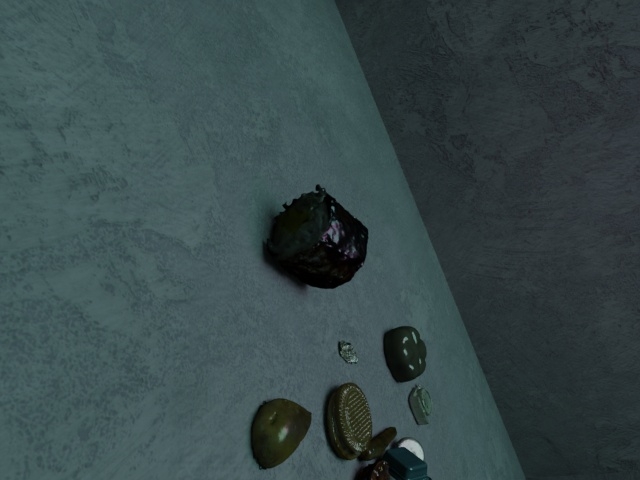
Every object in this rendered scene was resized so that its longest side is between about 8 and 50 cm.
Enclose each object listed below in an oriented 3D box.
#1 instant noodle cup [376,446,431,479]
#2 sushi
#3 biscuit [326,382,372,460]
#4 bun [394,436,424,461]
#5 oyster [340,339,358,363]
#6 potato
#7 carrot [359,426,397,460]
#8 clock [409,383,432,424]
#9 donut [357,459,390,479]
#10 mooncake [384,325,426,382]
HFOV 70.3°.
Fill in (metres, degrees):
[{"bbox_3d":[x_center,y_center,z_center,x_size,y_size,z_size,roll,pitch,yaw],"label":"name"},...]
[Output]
[{"bbox_3d":[0.324,0.863,1.749,0.157,0.179,0.070,12,94,-38],"label":"instant noodle cup"},{"bbox_3d":[-0.001,0.000,1.636,0.294,0.299,0.281,42,23,-39],"label":"sushi"},{"bbox_3d":[0.106,0.646,1.633,0.259,0.079,0.259,42,38,-44],"label":"biscuit"},{"bbox_3d":[0.363,0.907,1.917,0.138,0.094,0.138,12,52,-16],"label":"bun"},{"bbox_3d":[0.114,0.447,1.822,0.100,0.037,0.098,18,57,-57],"label":"oyster"},{"bbox_3d":[-0.108,0.522,1.314,0.138,0.098,0.243,61,28,-12],"label":"potato"},{"bbox_3d":[0.242,0.798,1.798,0.342,0.070,0.070,11,62,-60],"label":"carrot"},{"bbox_3d":[0.506,0.806,2.268,0.152,0.062,0.191,66,27,-7],"label":"clock"},{"bbox_3d":[0.201,0.915,1.612,0.230,0.095,0.216,62,31,-15],"label":"donut"},{"bbox_3d":[0.416,0.544,2.206,0.275,0.135,0.275,33,48,-45],"label":"mooncake"}]
